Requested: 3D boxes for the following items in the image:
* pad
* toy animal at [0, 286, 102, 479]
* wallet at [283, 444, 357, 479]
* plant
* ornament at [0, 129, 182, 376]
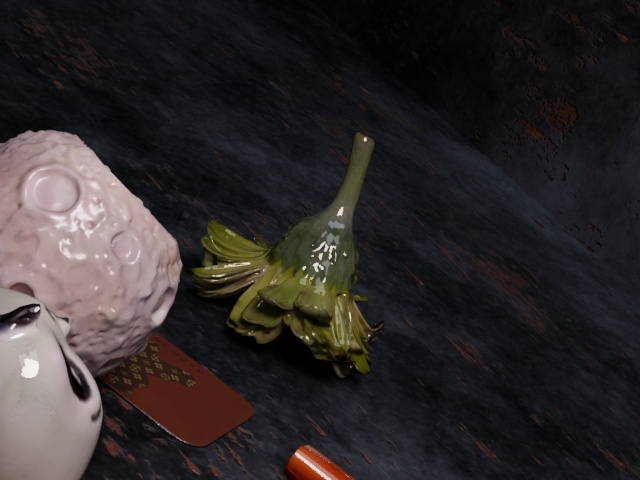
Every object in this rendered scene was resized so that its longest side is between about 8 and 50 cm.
[{"bbox_3d":[-0.205,0.135,1.883,0.267,0.004,0.181,35,19,13],"label":"pad"},{"bbox_3d":[-0.331,0.127,1.401,0.310,0.251,0.251,32,16,-32],"label":"toy animal"},{"bbox_3d":[0.056,0.290,1.759,0.204,0.045,0.142,35,-8,11],"label":"wallet"},{"bbox_3d":[0.008,0.044,2.162,0.261,0.297,0.306,55,-12,-30],"label":"plant"},{"bbox_3d":[-0.274,0.025,1.706,0.259,0.225,0.259,46,-5,5],"label":"ornament"}]
